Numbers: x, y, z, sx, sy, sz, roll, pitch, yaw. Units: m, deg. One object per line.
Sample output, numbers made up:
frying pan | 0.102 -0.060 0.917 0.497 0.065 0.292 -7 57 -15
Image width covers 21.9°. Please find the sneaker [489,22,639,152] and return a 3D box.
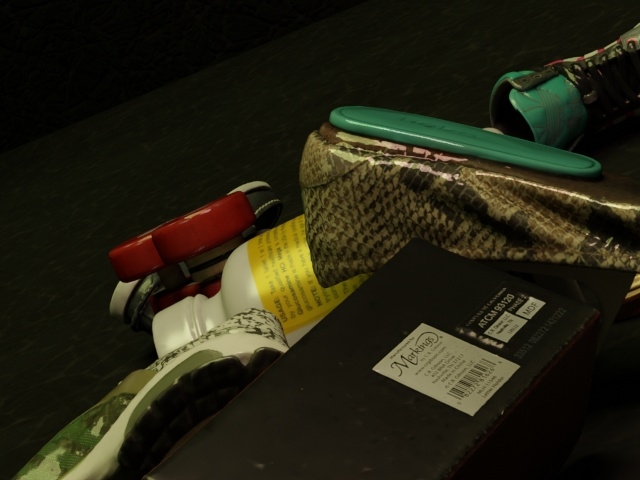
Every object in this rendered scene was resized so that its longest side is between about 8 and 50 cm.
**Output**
sneaker | 0.292 -0.158 1.788 0.178 0.124 0.295 -33 7 -39

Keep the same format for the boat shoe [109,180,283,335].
boat shoe | -0.124 0.031 1.961 0.302 0.091 0.114 -42 -23 -42

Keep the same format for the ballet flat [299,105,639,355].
ballet flat | 0.216 0.005 1.198 0.483 0.182 0.164 5 11 17

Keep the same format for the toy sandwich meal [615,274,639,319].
toy sandwich meal | 0.267 0.035 1.376 0.085 0.029 0.085 -26 10 5

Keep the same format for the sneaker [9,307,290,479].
sneaker | -0.162 0.189 1.271 0.410 0.158 0.182 -32 18 12

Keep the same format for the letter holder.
letter holder | 0.041 0.178 1.096 0.152 0.214 0.302 22 42 28

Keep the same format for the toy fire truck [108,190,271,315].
toy fire truck | -0.047 0.023 1.653 0.254 0.169 0.302 -28 5 -28

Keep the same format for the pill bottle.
pill bottle | 0.038 0.055 1.387 0.334 0.188 0.188 -25 15 7
